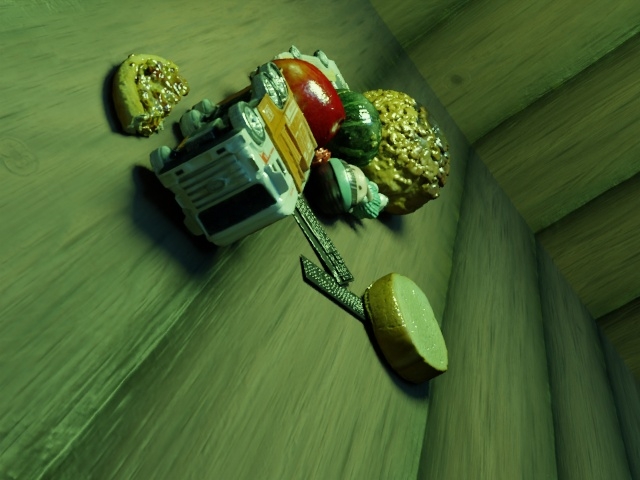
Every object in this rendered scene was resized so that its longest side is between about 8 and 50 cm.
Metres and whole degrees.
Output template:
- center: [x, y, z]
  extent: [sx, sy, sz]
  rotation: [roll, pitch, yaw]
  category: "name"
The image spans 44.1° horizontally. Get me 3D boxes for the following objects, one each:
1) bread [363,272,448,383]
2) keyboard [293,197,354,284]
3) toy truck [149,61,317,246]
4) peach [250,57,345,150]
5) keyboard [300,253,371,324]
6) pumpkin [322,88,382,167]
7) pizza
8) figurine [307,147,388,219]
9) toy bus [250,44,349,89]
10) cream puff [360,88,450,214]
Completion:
- center: [0.172, 0.172, 1.575]
  extent: [0.236, 0.070, 0.236]
  rotation: [48, 23, -29]
  category: "bread"
- center: [0.001, -0.001, 1.534]
  extent: [0.196, 0.015, 0.074]
  rotation: [57, 19, 10]
  category: "keyboard"
- center: [-0.117, -0.136, 1.282]
  extent: [0.207, 0.173, 0.387]
  rotation: [59, 18, -19]
  category: "toy truck"
- center: [-0.047, -0.257, 1.558]
  extent: [0.197, 0.197, 0.197]
  rotation: [44, 25, -28]
  category: "peach"
- center: [0.030, 0.094, 1.479]
  extent: [0.198, 0.010, 0.064]
  rotation: [38, 27, -38]
  category: "keyboard"
- center: [0.053, -0.243, 1.747]
  extent: [0.146, 0.190, 0.190]
  rotation: [-2, 53, -23]
  category: "pumpkin"
- center: [-0.269, -0.242, 1.260]
  extent: [0.127, 0.058, 0.246]
  rotation: [53, 25, -10]
  category: "pizza"
- center: [0.056, -0.111, 1.689]
  extent: [0.138, 0.110, 0.245]
  rotation: [55, 17, 22]
  category: "figurine"
- center: [-0.038, -0.369, 1.844]
  extent: [0.138, 0.097, 0.342]
  rotation: [61, 23, 5]
  category: "toy bus"
- center: [0.191, -0.227, 1.951]
  extent: [0.327, 0.231, 0.343]
  rotation: [58, 22, 13]
  category: "cream puff"
